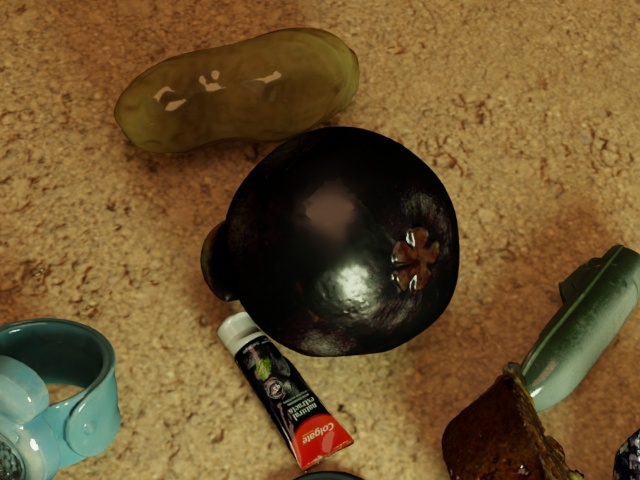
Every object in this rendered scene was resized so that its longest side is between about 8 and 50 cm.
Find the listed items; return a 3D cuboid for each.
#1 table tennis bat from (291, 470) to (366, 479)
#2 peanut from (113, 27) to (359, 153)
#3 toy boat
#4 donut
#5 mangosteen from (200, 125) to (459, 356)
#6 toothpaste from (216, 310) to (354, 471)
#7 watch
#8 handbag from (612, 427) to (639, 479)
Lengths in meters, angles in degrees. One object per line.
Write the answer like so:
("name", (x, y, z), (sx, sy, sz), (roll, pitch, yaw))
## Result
("table tennis bat", (-0.008, 0.340, 1.398), (0.150, 0.027, 0.236), (23, 54, 12))
("peanut", (-0.097, -0.183, 1.687), (0.319, 0.147, 0.147), (-14, 57, -16))
("toy boat", (0.284, 0.105, 1.552), (0.085, 0.078, 0.260), (16, 51, 38))
("donut", (0.200, 0.243, 1.412), (0.126, 0.144, 0.186), (-37, 85, 15))
("mangosteen", (0.000, 0.000, 1.520), (0.302, 0.275, 0.275), (7, 45, 47))
("toothpaste", (-0.043, 0.164, 1.509), (0.071, 0.045, 0.193), (-25, 65, -28))
("watch", (-0.312, 0.166, 1.420), (0.211, 0.211, 0.193), (19, 35, 9))
("handbag", (0.400, 0.309, 1.381), (0.229, 0.127, 0.207), (13, 68, 13))
